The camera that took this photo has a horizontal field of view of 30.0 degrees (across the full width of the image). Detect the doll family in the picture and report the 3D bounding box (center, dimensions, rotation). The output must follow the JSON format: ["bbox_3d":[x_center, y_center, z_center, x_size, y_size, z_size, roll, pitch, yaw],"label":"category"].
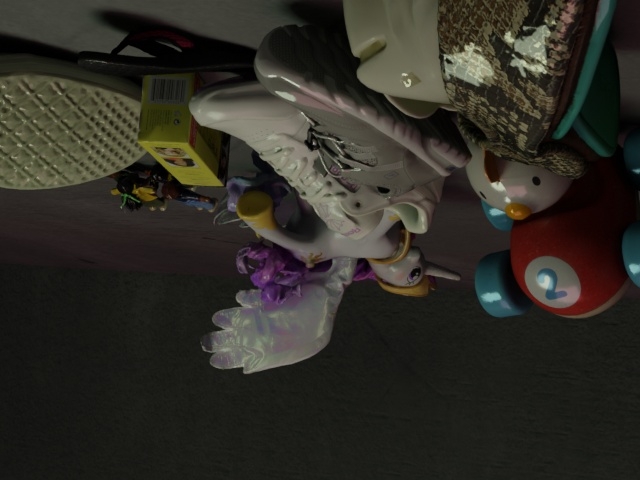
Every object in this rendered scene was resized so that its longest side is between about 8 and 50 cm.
[{"bbox_3d":[-0.242,-0.078,1.762,0.193,0.076,0.111,-3,164,25],"label":"doll family"}]

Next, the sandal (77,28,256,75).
[{"bbox_3d":[-0.144,-0.178,1.122,0.179,0.040,0.067,-6,-176,-29],"label":"sandal"}]

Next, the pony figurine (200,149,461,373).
[{"bbox_3d":[0.000,0.000,1.573,0.350,0.303,0.363,-4,155,9],"label":"pony figurine"}]

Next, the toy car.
[{"bbox_3d":[0.219,-0.050,1.215,0.219,0.210,0.238,-15,147,41],"label":"toy car"}]

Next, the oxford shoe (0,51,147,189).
[{"bbox_3d":[-0.383,-0.144,1.238,0.449,0.169,0.130,-1,-139,-29],"label":"oxford shoe"}]

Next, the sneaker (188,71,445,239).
[{"bbox_3d":[0.008,-0.085,1.222,0.305,0.152,0.114,12,173,-27],"label":"sneaker"}]

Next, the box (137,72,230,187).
[{"bbox_3d":[-0.147,-0.122,1.324,0.058,0.087,0.232,3,170,6],"label":"box"}]

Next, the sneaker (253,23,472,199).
[{"bbox_3d":[0.028,-0.097,1.090,0.115,0.105,0.281,-39,142,21],"label":"sneaker"}]

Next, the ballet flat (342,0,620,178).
[{"bbox_3d":[0.112,-0.129,0.808,0.182,0.164,0.483,2,174,14],"label":"ballet flat"}]
